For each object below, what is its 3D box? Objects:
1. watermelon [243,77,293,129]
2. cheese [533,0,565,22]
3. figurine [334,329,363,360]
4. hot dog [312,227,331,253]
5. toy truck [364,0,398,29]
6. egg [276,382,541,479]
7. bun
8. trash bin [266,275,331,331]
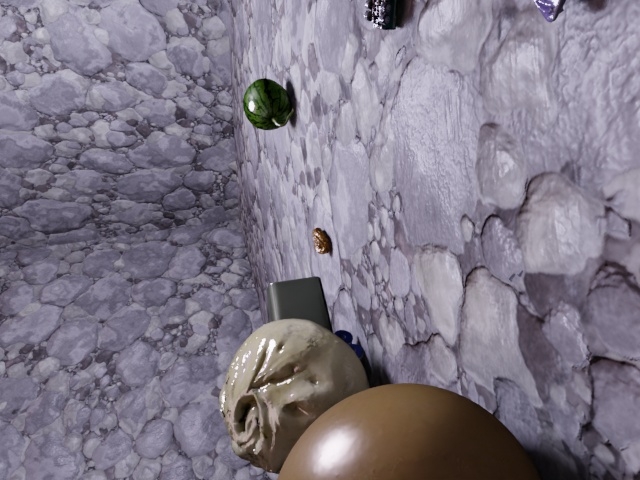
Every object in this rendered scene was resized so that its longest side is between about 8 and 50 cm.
[{"bbox_3d":[-0.147,-0.379,1.303,0.140,0.141,0.187,97,155,-46],"label":"watermelon"},{"bbox_3d":[0.189,-0.251,0.298,0.190,0.042,0.105,106,153,-63],"label":"cheese"},{"bbox_3d":[0.027,0.327,1.121,0.194,0.133,0.274,25,120,45],"label":"figurine"},{"bbox_3d":[0.000,0.000,1.178,0.083,0.035,0.058,-122,23,-56],"label":"hot dog"},{"bbox_3d":[0.089,-0.332,0.622,0.039,0.044,0.083,36,137,39],"label":"toy truck"},{"bbox_3d":[0.093,0.321,0.505,0.373,0.302,0.300,112,147,-44],"label":"egg"},{"bbox_3d":[-0.071,0.333,0.977,0.362,0.235,0.325,-30,69,35],"label":"bun"},{"bbox_3d":[-0.059,0.237,1.314,0.122,0.164,0.240,125,137,-69],"label":"trash bin"}]
